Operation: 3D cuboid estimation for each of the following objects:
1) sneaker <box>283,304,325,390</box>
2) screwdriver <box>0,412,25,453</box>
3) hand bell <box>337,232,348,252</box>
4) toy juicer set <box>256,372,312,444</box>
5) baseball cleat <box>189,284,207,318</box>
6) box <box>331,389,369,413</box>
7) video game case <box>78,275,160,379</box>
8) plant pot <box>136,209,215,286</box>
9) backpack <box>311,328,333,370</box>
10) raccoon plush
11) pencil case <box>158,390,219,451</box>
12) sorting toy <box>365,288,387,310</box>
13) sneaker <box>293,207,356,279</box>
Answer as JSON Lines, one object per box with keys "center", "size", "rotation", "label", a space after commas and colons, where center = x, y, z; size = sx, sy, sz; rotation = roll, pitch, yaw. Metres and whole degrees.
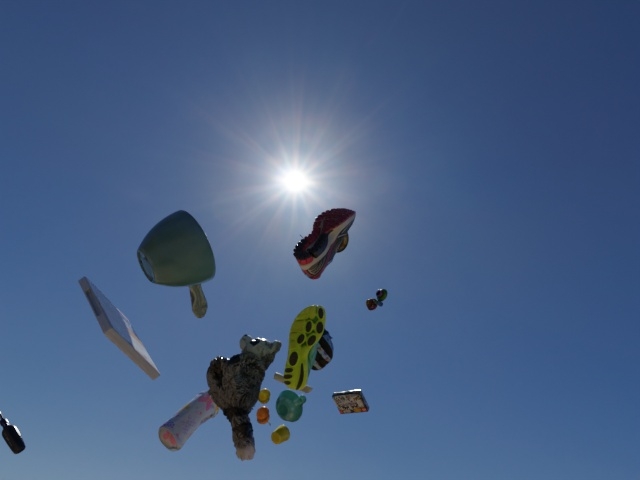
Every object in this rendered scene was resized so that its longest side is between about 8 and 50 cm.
{"center": [-0.059, 0.351, 1.456], "size": [0.110, 0.123, 0.295], "rotation": [17, -84, 2], "label": "sneaker"}
{"center": [-0.582, 0.313, 0.778], "size": [0.170, 0.024, 0.025], "rotation": [43, -62, 18], "label": "screwdriver"}
{"center": [0.000, 0.000, 1.802], "size": [0.126, 0.126, 0.242], "rotation": [32, -21, -23], "label": "hand bell"}
{"center": [-0.162, 0.685, 1.844], "size": [0.209, 0.089, 0.329], "rotation": [35, -72, 27], "label": "toy juicer set"}
{"center": [-0.560, 0.247, 1.960], "size": [0.072, 0.109, 0.205], "rotation": [-8, -72, -20], "label": "baseball cleat"}
{"center": [0.126, 0.677, 1.804], "size": [0.137, 0.027, 0.094], "rotation": [-20, -78, 31], "label": "box"}
{"center": [-0.526, 0.223, 1.118], "size": [0.285, 0.025, 0.204], "rotation": [30, -27, 46], "label": "video game case"}
{"center": [-0.549, 0.057, 1.579], "size": [0.290, 0.195, 0.290], "rotation": [30, -47, 37], "label": "plant pot"}
{"center": [-0.016, 0.447, 1.811], "size": [0.158, 0.173, 0.117], "rotation": [-47, -18, 15], "label": "backpack"}
{"center": [-0.272, 0.606, 1.742], "size": [0.216, 0.446, 0.299], "rotation": [-17, -10, 42], "label": "raccoon plush"}
{"center": [-0.555, 0.763, 1.833], "size": [0.114, 0.273, 0.124], "rotation": [-19, -84, 33], "label": "pencil case"}
{"center": [0.208, 0.222, 1.627], "size": [0.042, 0.061, 0.102], "rotation": [31, -78, -28], "label": "sorting toy"}
{"center": [0.020, -0.003, 1.422], "size": [0.121, 0.299, 0.112], "rotation": [12, -43, 38], "label": "sneaker"}
